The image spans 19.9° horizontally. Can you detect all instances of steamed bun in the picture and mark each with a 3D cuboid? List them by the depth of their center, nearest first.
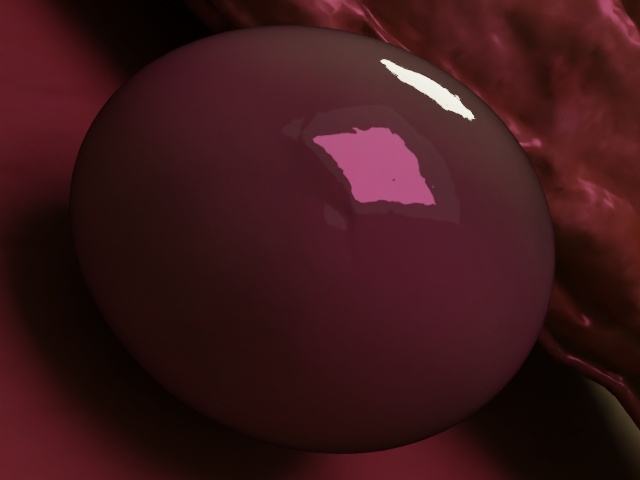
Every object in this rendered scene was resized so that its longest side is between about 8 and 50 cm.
[{"bbox_3d":[0.121,-0.062,0.624,0.428,0.189,0.247,42,8,-15],"label":"steamed bun"}]

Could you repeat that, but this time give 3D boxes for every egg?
[{"bbox_3d":[0.000,0.000,0.449,0.135,0.103,0.103,21,44,-45],"label":"egg"}]
